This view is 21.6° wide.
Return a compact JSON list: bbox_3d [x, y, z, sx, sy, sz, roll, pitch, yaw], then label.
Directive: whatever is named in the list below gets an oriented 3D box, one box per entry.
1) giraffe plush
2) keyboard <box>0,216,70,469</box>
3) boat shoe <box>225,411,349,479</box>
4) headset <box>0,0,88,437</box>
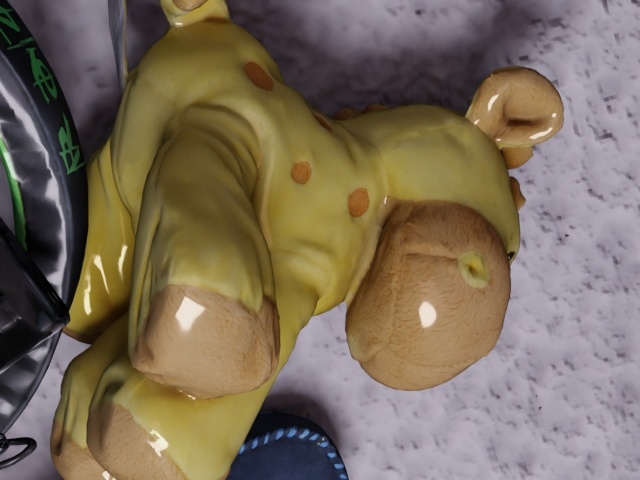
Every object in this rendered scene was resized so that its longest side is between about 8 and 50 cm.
[{"bbox_3d":[0.000,0.000,0.642,0.171,0.181,0.210,9,71,-21],"label":"giraffe plush"},{"bbox_3d":[-0.172,0.063,0.557,0.192,0.038,0.100,-35,91,0],"label":"keyboard"},{"bbox_3d":[-0.081,0.166,0.661,0.258,0.089,0.109,-42,99,-20],"label":"boat shoe"},{"bbox_3d":[-0.267,0.042,0.585,0.394,0.185,0.243,-34,109,15],"label":"headset"}]
